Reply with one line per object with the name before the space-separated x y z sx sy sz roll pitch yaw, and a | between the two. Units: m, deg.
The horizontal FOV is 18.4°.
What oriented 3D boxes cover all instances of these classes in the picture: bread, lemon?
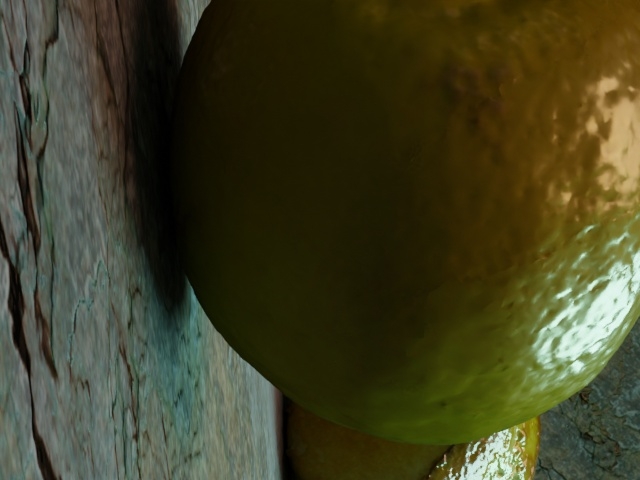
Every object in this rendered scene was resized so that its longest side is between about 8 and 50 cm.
bread | 0.084 0.185 1.881 0.145 0.268 0.268 64 18 -46
lemon | 0.064 -0.042 1.220 0.348 0.348 0.348 -4 90 -86
